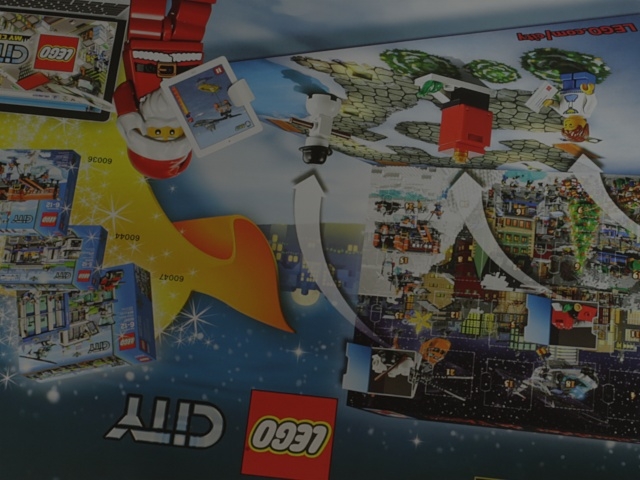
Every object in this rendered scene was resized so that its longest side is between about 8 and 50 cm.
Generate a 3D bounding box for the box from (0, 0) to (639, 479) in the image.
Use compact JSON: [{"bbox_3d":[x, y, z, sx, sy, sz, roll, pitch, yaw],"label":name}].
[{"bbox_3d":[0.000,0.000,0.423,0.233,0.044,0.159,6,-112,3],"label":"box"}]
